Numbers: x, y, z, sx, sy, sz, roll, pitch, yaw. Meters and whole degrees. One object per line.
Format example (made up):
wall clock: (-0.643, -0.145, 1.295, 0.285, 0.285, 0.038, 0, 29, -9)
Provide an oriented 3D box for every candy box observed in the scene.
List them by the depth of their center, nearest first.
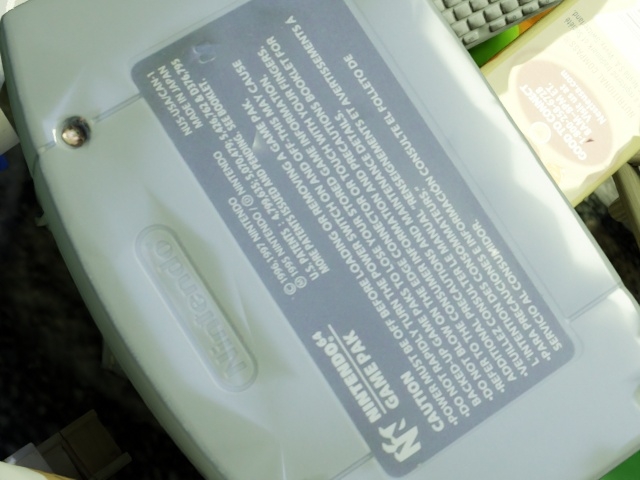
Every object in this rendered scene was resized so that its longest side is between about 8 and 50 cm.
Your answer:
candy box: (0.082, -0.032, 0.710, 0.316, 0.183, 0.087, -39, 88, -19)

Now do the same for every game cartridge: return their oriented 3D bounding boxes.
game cartridge: (0.000, 0.000, 0.559, 0.196, 0.060, 0.294, -31, 84, -20)

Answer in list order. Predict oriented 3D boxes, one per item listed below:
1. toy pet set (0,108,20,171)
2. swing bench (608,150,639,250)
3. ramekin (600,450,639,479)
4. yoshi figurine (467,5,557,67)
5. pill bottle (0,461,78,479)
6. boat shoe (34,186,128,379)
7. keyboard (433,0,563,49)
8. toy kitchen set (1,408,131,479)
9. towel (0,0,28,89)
toy pet set: (-0.217, -0.044, 0.655, 0.114, 0.065, 0.122, -41, 111, -36)
swing bench: (0.334, -0.005, 0.971, 0.253, 0.165, 0.254, -30, 118, -47)
ramekin: (0.181, 0.212, 0.722, 0.303, 0.148, 0.303, 17, 53, -24)
yoshi figurine: (-0.002, -0.203, 0.849, 0.362, 0.203, 0.203, 13, 47, -29)
pill bottle: (-0.072, 0.174, 0.543, 0.229, 0.131, 0.131, 28, 45, -47)
boat shoe: (-0.115, -0.081, 0.690, 0.103, 0.118, 0.320, -4, 93, -9)
keyboard: (0.038, -0.123, 0.789, 0.072, 0.256, 0.014, 59, 7, -45)
toy kitchen set: (-0.110, 0.120, 0.618, 0.083, 0.075, 0.068, -34, 86, -42)
towel: (-0.257, -0.109, 0.576, 0.248, 0.038, 0.324, 16, 69, -9)
